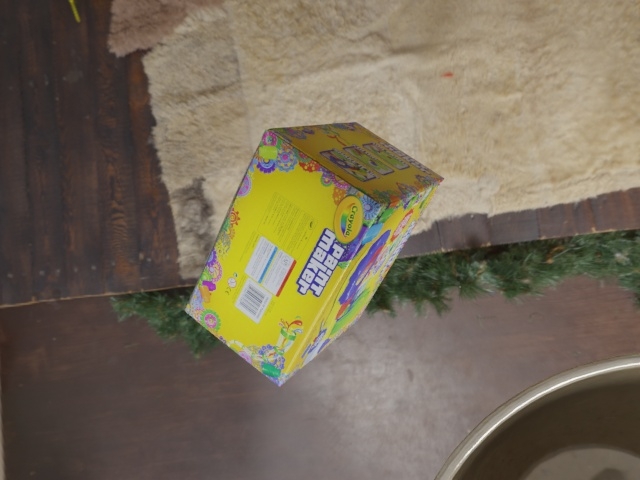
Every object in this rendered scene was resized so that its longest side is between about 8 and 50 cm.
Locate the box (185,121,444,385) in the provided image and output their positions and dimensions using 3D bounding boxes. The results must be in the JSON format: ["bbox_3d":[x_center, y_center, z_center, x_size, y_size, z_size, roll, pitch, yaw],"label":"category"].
[{"bbox_3d":[0.000,0.000,0.850,0.177,0.279,0.290,35,115,15],"label":"box"}]

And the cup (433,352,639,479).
[{"bbox_3d":[0.227,0.246,0.416,0.331,0.237,0.331,-2,79,12],"label":"cup"}]
